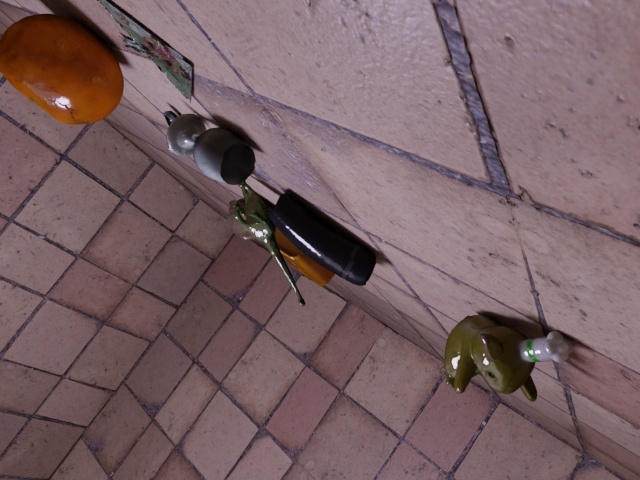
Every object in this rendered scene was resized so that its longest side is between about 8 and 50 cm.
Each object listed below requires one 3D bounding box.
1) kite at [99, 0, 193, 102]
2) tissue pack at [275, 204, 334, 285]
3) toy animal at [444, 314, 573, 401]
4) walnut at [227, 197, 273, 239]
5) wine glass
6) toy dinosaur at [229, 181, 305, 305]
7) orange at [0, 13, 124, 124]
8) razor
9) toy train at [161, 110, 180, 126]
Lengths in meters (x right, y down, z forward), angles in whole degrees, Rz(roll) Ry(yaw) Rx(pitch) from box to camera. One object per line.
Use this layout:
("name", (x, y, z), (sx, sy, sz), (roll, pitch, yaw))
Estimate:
("kite", (-0.330, -0.375, 1.047), (0.268, 0.013, 0.323), (28, 167, 38))
("tissue pack", (-0.060, 0.017, 1.773), (0.194, 0.145, 0.274), (33, 172, 32))
("toy animal", (0.384, 0.263, 1.144), (0.181, 0.180, 0.363), (0, 178, -2))
("walnut", (-0.243, -0.078, 1.929), (0.178, 0.178, 0.230), (39, 167, -23))
("wine glass", (-0.267, -0.223, 1.282), (0.241, 0.126, 0.126), (32, 172, 36))
("toy dinosaur", (-0.159, -0.033, 1.616), (0.301, 0.087, 0.447), (47, -162, -44))
("orange", (-0.626, -0.417, 1.284), (0.284, 0.226, 0.284), (31, 174, 4))
("razor", (0.000, 0.002, 1.513), (0.349, 0.113, 0.204), (36, 176, 2))
("toy train", (-0.395, -0.318, 1.546), (0.043, 0.047, 0.207), (31, 170, 25))
